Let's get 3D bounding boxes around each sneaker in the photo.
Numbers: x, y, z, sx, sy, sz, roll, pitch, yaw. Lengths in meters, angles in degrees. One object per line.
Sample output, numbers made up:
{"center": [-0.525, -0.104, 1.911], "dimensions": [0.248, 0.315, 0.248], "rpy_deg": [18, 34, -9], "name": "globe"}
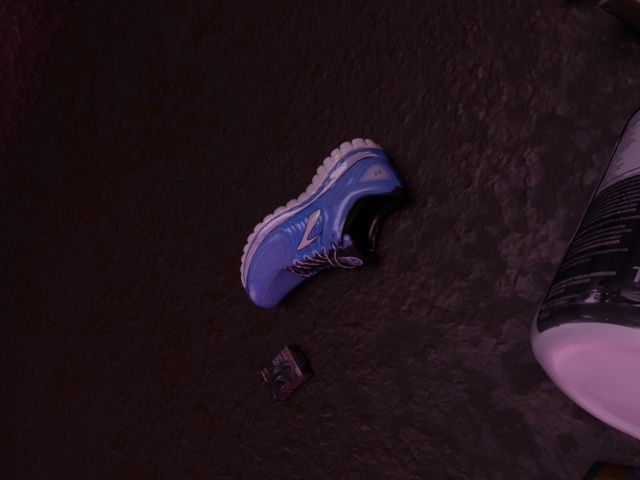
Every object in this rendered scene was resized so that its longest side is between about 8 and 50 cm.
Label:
{"center": [0.000, 0.000, 0.777], "dimensions": [0.330, 0.130, 0.147], "rpy_deg": [-47, 55, 19], "name": "sneaker"}

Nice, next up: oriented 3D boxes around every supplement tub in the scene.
{"center": [0.337, -0.006, 0.416], "dimensions": [0.207, 0.207, 0.338], "rpy_deg": [19, 63, 38], "name": "supplement tub"}

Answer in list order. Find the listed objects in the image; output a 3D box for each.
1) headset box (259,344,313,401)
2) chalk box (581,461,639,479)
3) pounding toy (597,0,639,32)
{"center": [-0.055, 0.220, 0.832], "dimensions": [0.083, 0.032, 0.062], "rpy_deg": [-48, 57, 21], "name": "headset box"}
{"center": [0.332, 0.308, 0.436], "dimensions": [0.179, 0.180, 0.288], "rpy_deg": [-7, 75, 35], "name": "chalk box"}
{"center": [0.450, -0.283, 0.519], "dimensions": [0.206, 0.094, 0.181], "rpy_deg": [33, 109, 0], "name": "pounding toy"}
